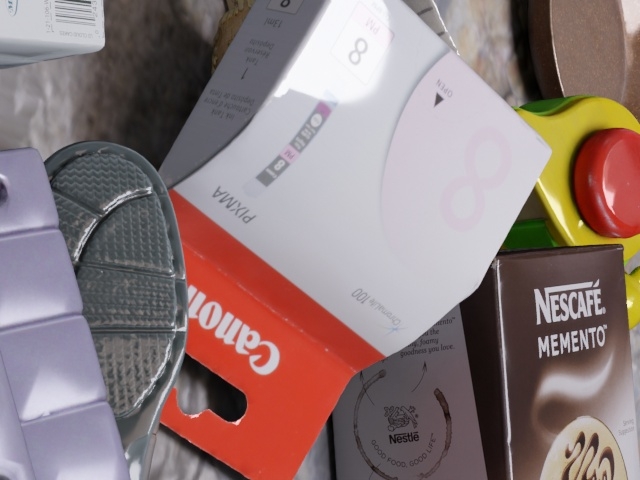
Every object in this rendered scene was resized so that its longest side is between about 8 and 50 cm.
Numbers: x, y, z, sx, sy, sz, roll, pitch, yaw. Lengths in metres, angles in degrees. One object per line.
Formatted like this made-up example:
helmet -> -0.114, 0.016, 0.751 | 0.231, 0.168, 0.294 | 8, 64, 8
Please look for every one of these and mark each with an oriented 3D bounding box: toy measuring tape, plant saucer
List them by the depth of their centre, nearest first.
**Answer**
toy measuring tape -> 0.130, -0.086, 1.231 | 0.330, 0.121, 0.121 | 60, 40, -19
plant saucer -> 0.194, -0.144, 1.393 | 0.198, 0.036, 0.199 | 9, 80, -56

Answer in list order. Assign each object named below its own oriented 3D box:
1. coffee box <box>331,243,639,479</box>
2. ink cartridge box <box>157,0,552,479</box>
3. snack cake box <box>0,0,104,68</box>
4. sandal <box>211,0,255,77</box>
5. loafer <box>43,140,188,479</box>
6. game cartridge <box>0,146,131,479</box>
coffee box -> 0.102, 0.154, 1.144 | 0.168, 0.119, 0.297 | -5, 91, -56
ink cartridge box -> 0.000, 0.000, 0.988 | 0.189, 0.066, 0.232 | 39, 72, -41
snack cake box -> -0.175, -0.206, 0.801 | 0.152, 0.089, 0.264 | 0, 86, -54
sandal -> -0.018, -0.076, 1.022 | 0.079, 0.088, 0.240 | -36, 121, -59
loafer -> -0.118, 0.091, 0.880 | 0.096, 0.084, 0.267 | 8, 74, -22
game cartridge -> -0.206, 0.095, 0.682 | 0.355, 0.068, 0.230 | -12, 80, -51
